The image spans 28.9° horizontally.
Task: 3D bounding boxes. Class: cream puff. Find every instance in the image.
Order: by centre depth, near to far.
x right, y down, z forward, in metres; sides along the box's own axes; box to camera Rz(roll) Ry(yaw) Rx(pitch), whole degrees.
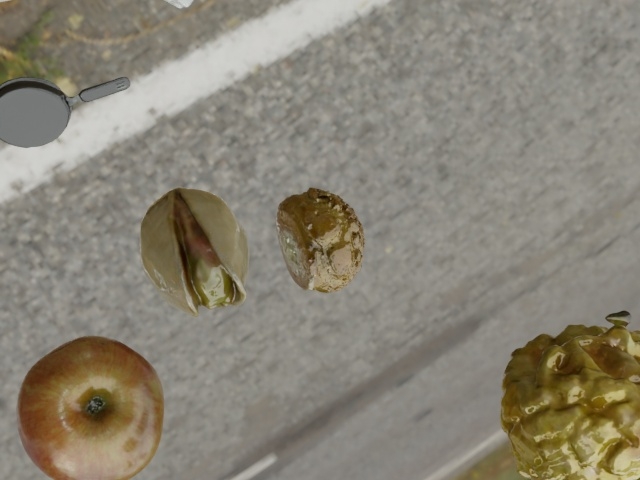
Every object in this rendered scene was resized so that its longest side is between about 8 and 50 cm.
[{"bbox_3d":[0.004,-0.001,1.641,0.103,0.144,0.126,-16,-174,-22],"label":"cream puff"}]

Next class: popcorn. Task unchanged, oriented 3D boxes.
[{"bbox_3d":[0.249,0.151,1.137,0.180,0.180,0.170,-20,127,-35],"label":"popcorn"}]

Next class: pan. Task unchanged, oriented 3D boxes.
[{"bbox_3d":[-0.413,-0.213,1.958,0.235,0.028,0.136,-18,137,-4],"label":"pan"}]

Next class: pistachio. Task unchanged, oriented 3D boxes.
[{"bbox_3d":[-0.152,0.011,1.505,0.144,0.215,0.144,-7,116,-16],"label":"pistachio"}]

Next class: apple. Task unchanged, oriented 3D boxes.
[{"bbox_3d":[-0.216,0.164,1.184,0.146,0.146,0.131,-26,175,-24],"label":"apple"}]

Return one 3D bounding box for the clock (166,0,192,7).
[{"bbox_3d":[-0.196,-0.430,1.539,0.231,0.262,0.116,-54,152,-5],"label":"clock"}]
